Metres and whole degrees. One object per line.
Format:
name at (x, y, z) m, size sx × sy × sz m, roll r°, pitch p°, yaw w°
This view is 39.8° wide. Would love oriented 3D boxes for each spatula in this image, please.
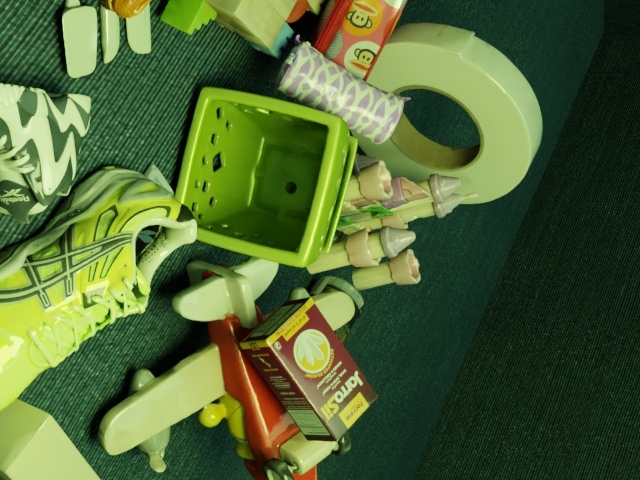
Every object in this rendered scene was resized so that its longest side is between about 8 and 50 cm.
spatula at (-0.260, -0.330, 1.068) m, size 0.168 × 0.019 × 0.242 m, roll -35°, pitch 135°, yaw -51°

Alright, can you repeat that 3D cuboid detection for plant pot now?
plant pot at (-0.070, -0.093, 1.358) m, size 0.207 × 0.227 × 0.228 m, roll 1°, pitch 104°, yaw -74°

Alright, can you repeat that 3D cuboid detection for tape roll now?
tape roll at (0.225, -0.232, 1.674) m, size 0.072 × 0.392 × 0.392 m, roll -56°, pitch 150°, yaw -32°

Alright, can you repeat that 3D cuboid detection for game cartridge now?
game cartridge at (-0.240, -0.065, 1.273) m, size 0.056 × 0.017 × 0.083 m, roll -65°, pitch 153°, yaw -25°

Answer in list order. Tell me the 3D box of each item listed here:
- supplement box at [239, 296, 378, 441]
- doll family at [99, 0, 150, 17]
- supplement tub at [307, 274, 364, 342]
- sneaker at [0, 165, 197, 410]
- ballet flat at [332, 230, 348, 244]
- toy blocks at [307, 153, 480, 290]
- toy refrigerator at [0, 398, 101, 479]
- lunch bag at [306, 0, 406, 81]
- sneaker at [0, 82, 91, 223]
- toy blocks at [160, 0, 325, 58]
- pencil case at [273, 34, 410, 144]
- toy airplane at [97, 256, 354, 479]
supplement box at (-0.016, 0.190, 1.294) m, size 0.104 × 0.081 × 0.188 m, roll -42°, pitch 105°, yaw -33°
doll family at (-0.235, -0.340, 0.966) m, size 0.263 × 0.118 × 0.163 m, roll 31°, pitch 74°, yaw -61°
supplement tub at (-0.003, 0.172, 1.774) m, size 0.190 × 0.117 × 0.117 m, roll -54°, pitch 148°, yaw -35°
sneaker at (-0.301, 0.059, 1.076) m, size 0.384 × 0.147 × 0.145 m, roll -56°, pitch 152°, yaw -29°
ballet flat at (0.000, 0.000, 1.710) m, size 0.280 × 0.095 × 0.096 m, roll -26°, pitch 137°, yaw -57°
toy blocks at (0.121, -0.091, 1.562) m, size 0.289 × 0.260 × 0.308 m, roll 23°, pitch 55°, yaw -64°
toy refrigerator at (-0.361, 0.310, 1.159) m, size 0.094 × 0.102 × 0.269 m, roll -56°, pitch 149°, yaw -31°
lunch bag at (0.082, -0.399, 1.427) m, size 0.258 × 0.120 × 0.293 m, roll -59°, pitch -170°, yaw 35°
sneaker at (-0.342, -0.092, 0.958) m, size 0.235 × 0.094 × 0.153 m, roll -15°, pitch 110°, yaw -72°
toy blocks at (-0.051, -0.425, 1.278) m, size 0.381 × 0.191 × 0.261 m, roll -63°, pitch 163°, yaw 1°
pencil case at (0.028, -0.225, 1.340) m, size 0.088 × 0.206 × 0.086 m, roll -65°, pitch -162°, yaw -10°
toy airplane at (-0.137, 0.207, 1.425) m, size 0.386 × 0.272 × 0.384 m, roll 25°, pitch 68°, yaw -28°
